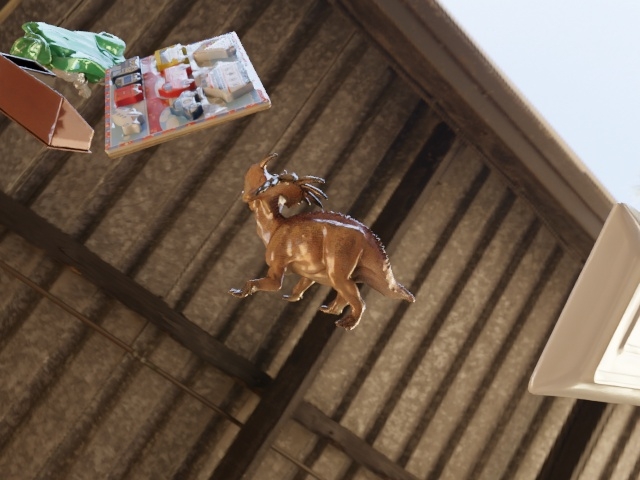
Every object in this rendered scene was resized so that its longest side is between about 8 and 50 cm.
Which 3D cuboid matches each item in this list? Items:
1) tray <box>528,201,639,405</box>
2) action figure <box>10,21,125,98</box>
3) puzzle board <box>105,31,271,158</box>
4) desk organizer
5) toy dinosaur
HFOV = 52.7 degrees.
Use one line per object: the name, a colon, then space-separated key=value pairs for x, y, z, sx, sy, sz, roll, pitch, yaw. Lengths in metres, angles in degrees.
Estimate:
tray: x=0.265 y=0.070 z=0.513 sx=0.270 sy=0.030 sz=0.145 roll=17 pitch=-80 yaw=-44
action figure: x=-0.312 y=-0.231 z=0.831 sx=0.063 sy=0.232 sz=0.137 roll=-43 pitch=-95 yaw=14
puzzle board: x=-0.090 y=-0.100 z=0.411 sx=0.096 sy=0.128 sz=0.011 roll=-19 pitch=-51 yaw=-5
desk organizer: x=-0.274 y=-0.136 z=0.634 sx=0.047 sy=0.130 sz=0.050 roll=-1 pitch=-61 yaw=-55
toy dinosaur: x=0.000 y=0.000 z=0.893 sx=0.295 sy=0.127 sz=0.201 roll=16 pitch=-87 yaw=8
